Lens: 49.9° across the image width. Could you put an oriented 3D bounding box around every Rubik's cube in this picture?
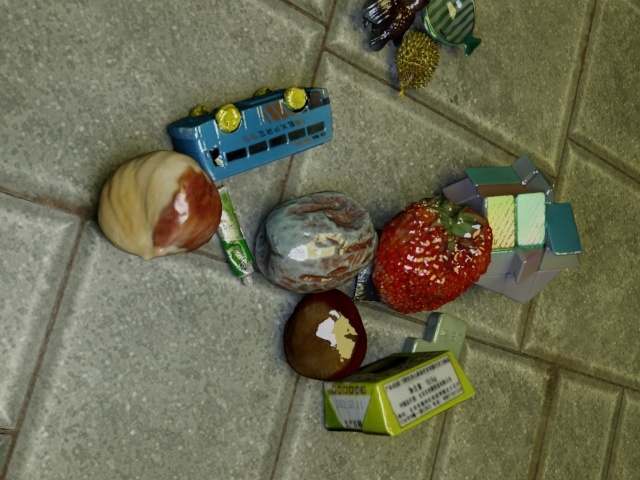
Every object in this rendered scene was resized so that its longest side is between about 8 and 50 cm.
[{"bbox_3d":[0.533,-0.032,1.982,0.387,0.358,0.368,23,121,-32],"label":"Rubik's cube"}]

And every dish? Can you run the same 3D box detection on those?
[{"bbox_3d":[0.362,-0.644,1.987,0.224,0.078,0.246,-49,115,-23],"label":"dish"}]

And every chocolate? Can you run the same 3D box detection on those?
[{"bbox_3d":[0.188,0.389,1.786,0.300,0.288,0.137,-17,90,-33],"label":"chocolate"}]

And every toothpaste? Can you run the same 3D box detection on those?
[{"bbox_3d":[-0.211,-0.004,1.639,0.078,0.046,0.248,-27,105,-33],"label":"toothpaste"}]

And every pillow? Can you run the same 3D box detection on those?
[{"bbox_3d":[0.150,0.069,1.884,0.141,0.055,0.209,10,87,-44],"label":"pillow"}]

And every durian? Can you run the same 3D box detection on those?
[{"bbox_3d":[0.264,-0.485,1.908,0.146,0.102,0.208,39,72,-45],"label":"durian"}]

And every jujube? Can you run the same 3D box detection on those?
[{"bbox_3d":[-0.004,0.004,1.673,0.307,0.247,0.215,-6,136,-28],"label":"jujube"}]

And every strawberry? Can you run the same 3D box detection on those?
[{"bbox_3d":[0.267,0.054,1.804,0.311,0.267,0.351,-3,135,-24],"label":"strawberry"}]

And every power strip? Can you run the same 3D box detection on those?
[{"bbox_3d":[0.324,0.337,2.007,0.193,0.059,0.265,23,80,-33],"label":"power strip"}]

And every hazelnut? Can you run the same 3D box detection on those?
[{"bbox_3d":[-0.332,-0.061,1.435,0.261,0.261,0.241,18,60,-34],"label":"hazelnut"},{"bbox_3d":[0.018,0.229,1.715,0.229,0.229,0.230,-1,92,-34],"label":"hazelnut"}]

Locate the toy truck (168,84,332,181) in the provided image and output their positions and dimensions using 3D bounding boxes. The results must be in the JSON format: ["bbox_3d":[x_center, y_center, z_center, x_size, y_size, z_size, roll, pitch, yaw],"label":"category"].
[{"bbox_3d":[-0.154,-0.260,1.603,0.384,0.161,0.162,-24,114,-32],"label":"toy truck"}]

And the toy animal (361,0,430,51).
[{"bbox_3d":[0.208,-0.586,1.827,0.218,0.179,0.116,21,55,-57],"label":"toy animal"}]
